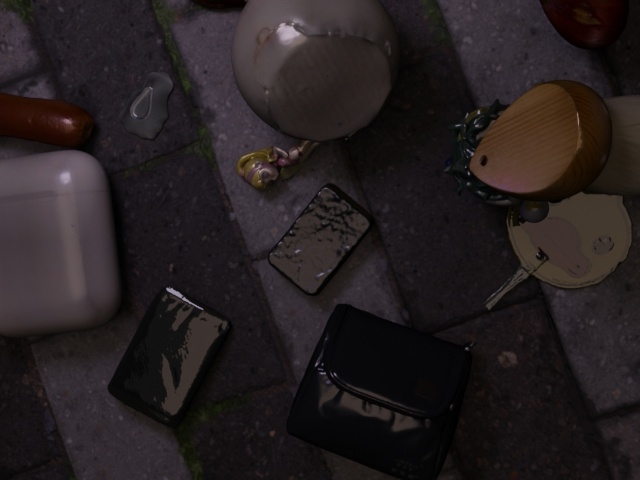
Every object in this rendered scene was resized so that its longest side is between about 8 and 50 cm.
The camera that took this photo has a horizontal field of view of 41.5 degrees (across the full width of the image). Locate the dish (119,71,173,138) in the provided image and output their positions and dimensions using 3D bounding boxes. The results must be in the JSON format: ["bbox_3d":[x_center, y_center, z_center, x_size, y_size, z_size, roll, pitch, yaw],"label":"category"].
[{"bbox_3d":[-0.339,-0.267,1.646,0.091,0.039,0.137,30,97,7],"label":"dish"}]

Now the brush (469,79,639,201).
[{"bbox_3d":[0.365,-0.138,1.296,0.166,0.266,0.174,4,80,-30],"label":"brush"}]

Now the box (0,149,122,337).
[{"bbox_3d":[-0.535,0.008,1.635,0.288,0.141,0.349,-7,92,10],"label":"box"}]

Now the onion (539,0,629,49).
[{"bbox_3d":[0.442,-0.445,1.430,0.161,0.248,0.248,-11,90,23],"label":"onion"}]

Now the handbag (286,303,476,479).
[{"bbox_3d":[0.114,0.271,1.530,0.302,0.178,0.275,21,95,7],"label":"handbag"}]

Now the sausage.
[{"bbox_3d":[-0.591,-0.240,1.662,0.300,0.083,0.089,8,105,9],"label":"sausage"}]

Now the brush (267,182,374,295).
[{"bbox_3d":[0.000,0.000,1.596,0.123,0.059,0.197,39,97,4],"label":"brush"}]

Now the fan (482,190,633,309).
[{"bbox_3d":[0.425,0.006,1.558,0.335,0.011,0.229,-43,86,6],"label":"fan"}]

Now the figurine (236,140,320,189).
[{"bbox_3d":[-0.073,-0.158,1.599,0.187,0.083,0.083,-29,88,15],"label":"figurine"}]

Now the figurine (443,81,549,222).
[{"bbox_3d":[0.402,-0.146,1.457,0.382,0.186,0.261,4,52,14],"label":"figurine"}]

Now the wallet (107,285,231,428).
[{"bbox_3d":[-0.294,0.228,1.656,0.168,0.052,0.245,29,91,7],"label":"wallet"}]

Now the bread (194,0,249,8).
[{"bbox_3d":[-0.144,-0.506,1.586,0.344,0.084,0.124,-3,91,9],"label":"bread"}]

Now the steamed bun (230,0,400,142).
[{"bbox_3d":[-0.018,-0.346,1.493,0.309,0.309,0.309,0,92,8],"label":"steamed bun"}]
